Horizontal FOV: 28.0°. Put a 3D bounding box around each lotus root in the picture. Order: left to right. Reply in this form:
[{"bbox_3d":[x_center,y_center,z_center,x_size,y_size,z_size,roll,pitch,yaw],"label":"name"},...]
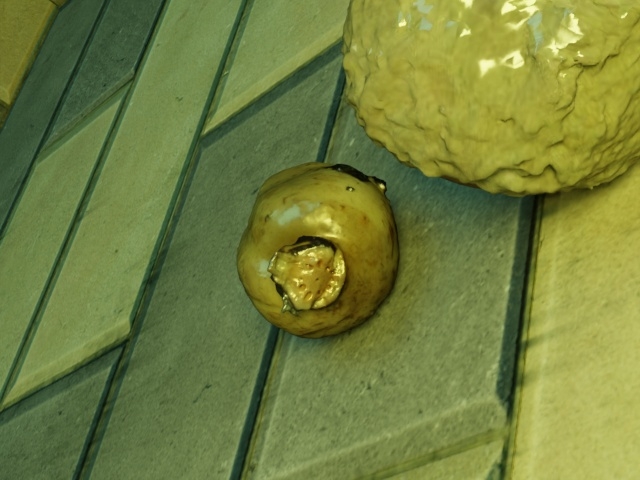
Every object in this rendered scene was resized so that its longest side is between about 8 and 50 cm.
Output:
[{"bbox_3d":[0.000,0.000,1.152,0.154,0.140,0.257,-61,13,17],"label":"lotus root"}]

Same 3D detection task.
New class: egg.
[{"bbox_3d":[0.157,-0.167,0.943,0.310,0.279,0.279,-42,25,-7],"label":"egg"}]
